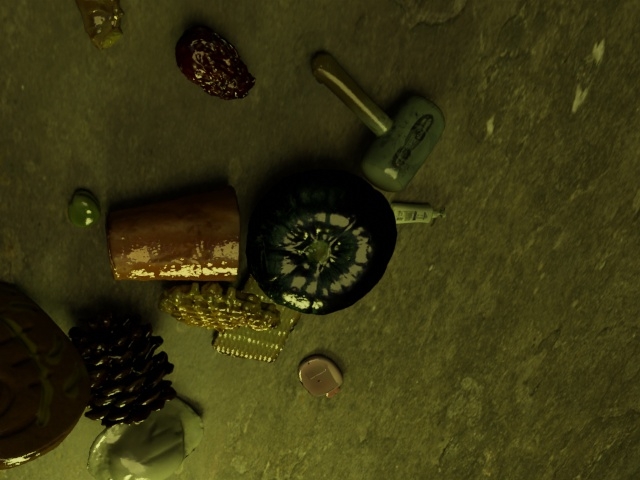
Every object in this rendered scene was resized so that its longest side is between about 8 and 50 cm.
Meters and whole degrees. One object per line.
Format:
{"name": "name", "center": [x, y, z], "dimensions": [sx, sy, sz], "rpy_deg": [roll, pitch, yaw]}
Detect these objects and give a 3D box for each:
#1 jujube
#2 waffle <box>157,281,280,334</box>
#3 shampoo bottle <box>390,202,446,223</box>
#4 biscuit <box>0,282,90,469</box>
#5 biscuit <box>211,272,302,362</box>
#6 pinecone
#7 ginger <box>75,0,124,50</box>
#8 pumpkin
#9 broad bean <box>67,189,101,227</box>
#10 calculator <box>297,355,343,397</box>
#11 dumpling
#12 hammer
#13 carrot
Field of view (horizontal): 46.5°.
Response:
{"name": "jujube", "center": [-0.193, -0.309, 1.328], "dimensions": [0.104, 0.104, 0.166], "rpy_deg": [-34, 136, 7]}
{"name": "waffle", "center": [-0.220, 0.151, 1.599], "dimensions": [0.249, 0.056, 0.253], "rpy_deg": [22, 153, -26]}
{"name": "shampoo bottle", "center": [0.219, -0.060, 1.682], "dimensions": [0.141, 0.034, 0.049], "rpy_deg": [0, 117, -19]}
{"name": "biscuit", "center": [-0.629, 0.243, 1.388], "dimensions": [0.394, 0.350, 0.070], "rpy_deg": [40, 131, 7]}
{"name": "biscuit", "center": [-0.134, 0.176, 1.739], "dimensions": [0.172, 0.029, 0.254], "rpy_deg": [17, 117, -27]}
{"name": "pinecone", "center": [-0.435, 0.274, 1.598], "dimensions": [0.224, 0.224, 0.272], "rpy_deg": [-20, 109, -4]}
{"name": "ginger", "center": [-0.366, -0.414, 1.203], "dimensions": [0.115, 0.081, 0.205], "rpy_deg": [-25, 127, 7]}
{"name": "pumpkin", "center": [0.000, 0.000, 1.530], "dimensions": [0.315, 0.238, 0.315], "rpy_deg": [-1, 110, -3]}
{"name": "broad bean", "center": [-0.460, -0.059, 1.454], "dimensions": [0.063, 0.045, 0.083], "rpy_deg": [0, 132, -17]}
{"name": "calculator", "center": [0.003, 0.354, 1.914], "dimensions": [0.103, 0.024, 0.166], "rpy_deg": [-31, 127, 5]}
{"name": "dumpling", "center": [-0.422, 0.472, 1.800], "dimensions": [0.175, 0.243, 0.227], "rpy_deg": [9, 109, 23]}
{"name": "hammer", "center": [0.094, -0.249, 1.456], "dimensions": [0.305, 0.113, 0.202], "rpy_deg": [38, 78, -21]}
{"name": "carrot", "center": [-0.290, -0.009, 1.461], "dimensions": [0.254, 0.196, 0.196], "rpy_deg": [-3, 125, -12]}
